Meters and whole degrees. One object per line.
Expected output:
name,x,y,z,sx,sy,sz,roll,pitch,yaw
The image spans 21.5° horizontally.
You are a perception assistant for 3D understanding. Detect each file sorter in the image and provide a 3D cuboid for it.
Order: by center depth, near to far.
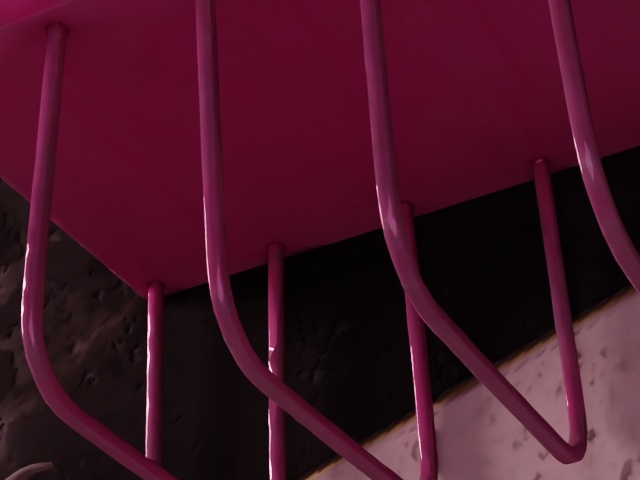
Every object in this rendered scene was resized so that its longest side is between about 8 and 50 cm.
file sorter,0.000,0.000,0.665,0.291,0.202,0.182,-18,54,21

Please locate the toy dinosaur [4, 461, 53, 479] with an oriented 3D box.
toy dinosaur,-0.248,0.135,0.799,0.160,0.121,0.313,-18,26,-29
